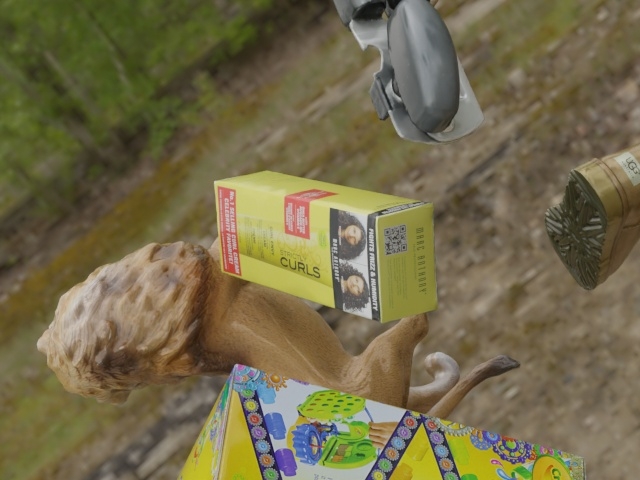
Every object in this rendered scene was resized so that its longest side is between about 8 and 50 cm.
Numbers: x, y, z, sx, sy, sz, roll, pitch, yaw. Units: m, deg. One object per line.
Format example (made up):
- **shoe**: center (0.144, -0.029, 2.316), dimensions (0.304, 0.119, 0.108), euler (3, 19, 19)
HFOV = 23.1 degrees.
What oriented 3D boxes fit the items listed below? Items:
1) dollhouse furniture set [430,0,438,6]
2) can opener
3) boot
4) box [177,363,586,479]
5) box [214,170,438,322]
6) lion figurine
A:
- **dollhouse furniture set**: center (0.124, -0.393, 1.446), dimensions (0.303, 0.198, 0.286), euler (82, -152, -68)
- **can opener**: center (0.051, -0.194, 1.158), dimensions (0.074, 0.280, 0.093), euler (-10, -26, -25)
- **boot**: center (0.360, -0.064, 1.497), dimensions (0.269, 0.089, 0.236), euler (-27, -14, -10)
- **box**: center (0.016, 0.274, 1.187), dimensions (0.290, 0.279, 0.177), euler (118, 164, -48)
- **box**: center (0.000, 0.000, 1.245), dimensions (0.058, 0.087, 0.232), euler (-12, 16, -32)
- **lion figurine**: center (-0.032, 0.100, 1.377), dimensions (0.240, 0.392, 0.142), euler (-60, -11, -46)
